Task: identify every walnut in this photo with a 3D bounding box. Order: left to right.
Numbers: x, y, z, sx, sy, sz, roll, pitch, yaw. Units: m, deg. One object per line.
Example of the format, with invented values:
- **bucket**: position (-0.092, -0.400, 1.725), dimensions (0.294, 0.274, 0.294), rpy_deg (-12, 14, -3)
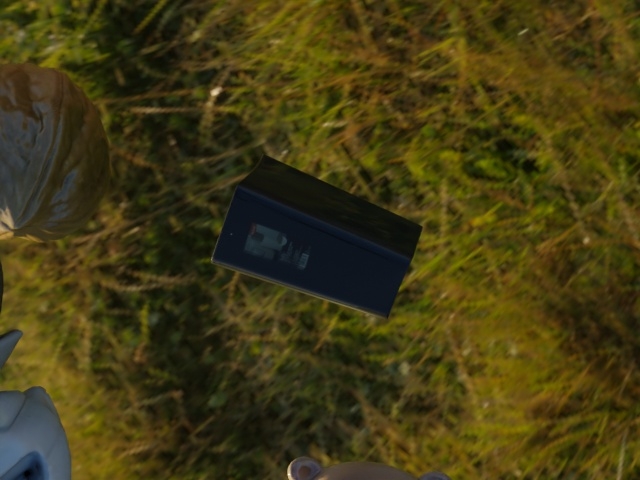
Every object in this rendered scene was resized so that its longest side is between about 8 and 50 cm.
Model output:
- **walnut**: position (-0.357, -0.100, 1.746), dimensions (0.228, 0.228, 0.228), rpy_deg (8, 110, 22)

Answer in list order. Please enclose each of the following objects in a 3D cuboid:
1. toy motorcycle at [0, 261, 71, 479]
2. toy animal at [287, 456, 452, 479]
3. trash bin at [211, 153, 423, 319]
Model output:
- **toy motorcycle**: position (-0.140, 0.095, 0.392), dimensions (0.151, 0.228, 0.074), rpy_deg (44, 151, -14)
- **toy animal**: position (0.061, 0.402, 1.802), dimensions (0.210, 0.229, 0.221), rpy_deg (4, 121, -9)
- **trash bin**: position (0.000, 0.000, 1.816), dimensions (0.226, 0.165, 0.115), rpy_deg (22, 108, 2)
